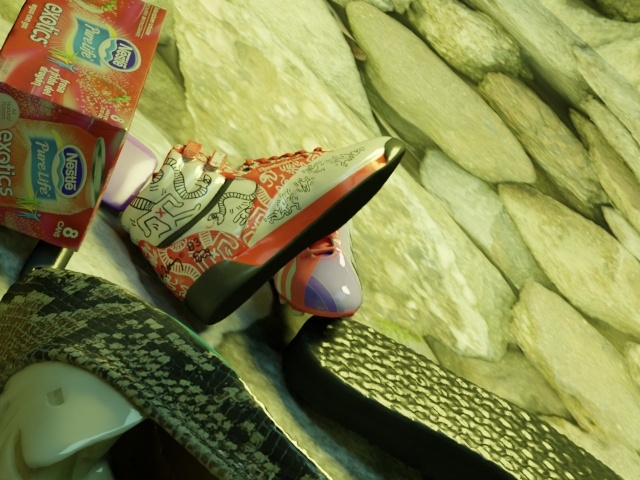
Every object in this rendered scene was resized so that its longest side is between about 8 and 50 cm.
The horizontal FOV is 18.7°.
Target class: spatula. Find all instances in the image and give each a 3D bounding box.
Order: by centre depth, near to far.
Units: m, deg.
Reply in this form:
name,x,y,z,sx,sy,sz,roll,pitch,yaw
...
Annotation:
name,x,y,z,sx,sy,sz,roll,pitch,yaw
spatula,-0.210,-0.029,1.681,0.084,0.030,0.296,37,25,-9

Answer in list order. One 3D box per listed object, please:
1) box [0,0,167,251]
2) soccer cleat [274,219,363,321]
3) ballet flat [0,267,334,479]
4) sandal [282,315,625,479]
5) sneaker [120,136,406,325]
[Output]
name,x,y,z,sx,sy,sz,roll,pitch,yaw
box,-0.221,-0.119,1.653,0.122,0.128,0.257,21,28,-8
soccer cleat,0.000,0.000,1.853,0.083,0.095,0.248,7,20,-5
ballet flat,-0.063,0.170,1.022,0.483,0.164,0.182,37,30,28
sandal,0.154,0.224,1.816,0.445,0.107,0.167,32,25,0
sneaker,-0.055,-0.053,1.767,0.270,0.090,0.145,-39,76,-26
